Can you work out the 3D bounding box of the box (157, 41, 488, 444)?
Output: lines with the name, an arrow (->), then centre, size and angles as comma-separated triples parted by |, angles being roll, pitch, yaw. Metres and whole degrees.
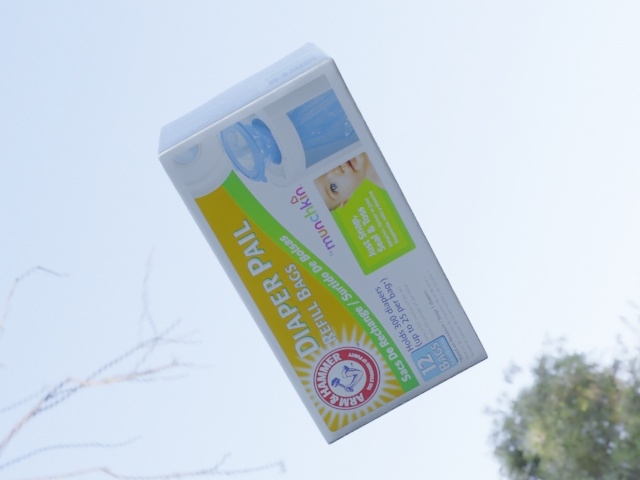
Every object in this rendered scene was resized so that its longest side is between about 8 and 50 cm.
box -> 0.000, 0.000, 0.680 | 0.114, 0.103, 0.203 | -30, -74, 1
